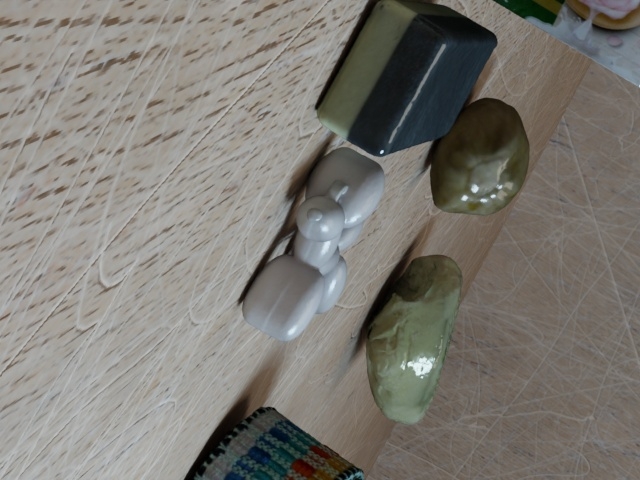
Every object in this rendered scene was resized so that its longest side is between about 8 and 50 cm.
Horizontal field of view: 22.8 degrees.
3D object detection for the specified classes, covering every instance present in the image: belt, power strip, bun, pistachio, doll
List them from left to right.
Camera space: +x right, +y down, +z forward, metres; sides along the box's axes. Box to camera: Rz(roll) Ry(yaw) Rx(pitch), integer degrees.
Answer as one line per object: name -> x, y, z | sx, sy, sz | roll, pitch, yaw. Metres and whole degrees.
belt -> -0.067, 0.295, 1.554 | 0.207, 0.150, 0.257 | -36, 155, -49
doll -> 0.000, 0.000, 1.276 | 0.160, 0.059, 0.161 | -63, 170, 17
bun -> 0.119, 0.130, 2.144 | 0.210, 0.116, 0.237 | 4, 100, -84
power strip -> 0.073, -0.130, 1.243 | 0.105, 0.070, 0.257 | -60, 169, 14
pistachio -> 0.187, -0.100, 1.844 | 0.126, 0.108, 0.185 | -37, -163, 43

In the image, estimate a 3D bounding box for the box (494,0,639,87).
box -> 0.203, -0.229, 1.214 | 0.081, 0.199, 0.135 | -48, 165, -46
